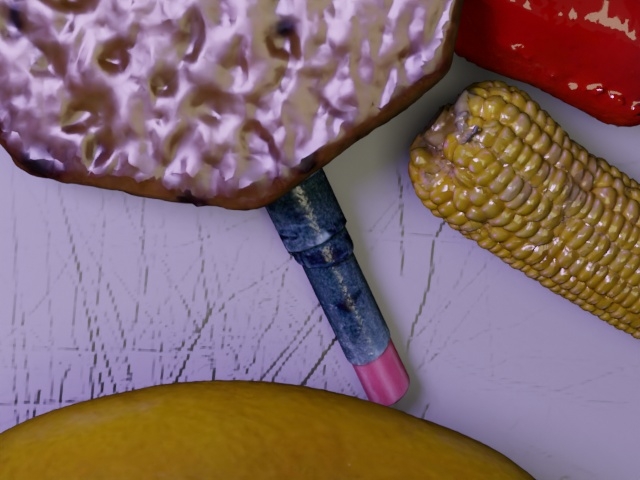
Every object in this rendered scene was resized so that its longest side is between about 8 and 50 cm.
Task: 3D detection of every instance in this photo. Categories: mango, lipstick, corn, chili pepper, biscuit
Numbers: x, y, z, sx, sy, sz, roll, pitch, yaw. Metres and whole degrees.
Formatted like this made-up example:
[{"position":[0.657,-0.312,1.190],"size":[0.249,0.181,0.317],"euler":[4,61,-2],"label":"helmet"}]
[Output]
[{"position":[-0.041,0.231,1.071],"size":[0.445,0.220,0.301],"euler":[10,101,-6],"label":"mango"},{"position":[0.000,0.000,1.127],"size":[0.053,0.053,0.234],"euler":[-28,104,-9],"label":"lipstick"},{"position":[0.185,-0.003,1.151],"size":[0.291,0.101,0.101],"euler":[29,90,-19],"label":"corn"},{"position":[0.121,-0.154,1.112],"size":[0.387,0.110,0.110],"euler":[23,91,-13],"label":"chili pepper"},{"position":[-0.081,-0.190,1.036],"size":[0.359,0.046,0.359],"euler":[1,98,6],"label":"biscuit"}]
